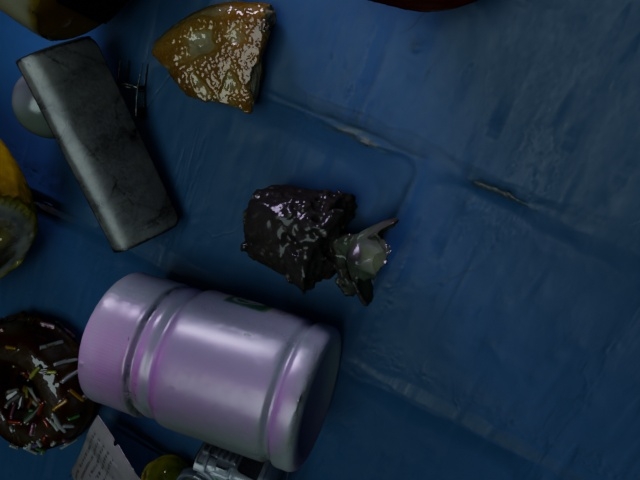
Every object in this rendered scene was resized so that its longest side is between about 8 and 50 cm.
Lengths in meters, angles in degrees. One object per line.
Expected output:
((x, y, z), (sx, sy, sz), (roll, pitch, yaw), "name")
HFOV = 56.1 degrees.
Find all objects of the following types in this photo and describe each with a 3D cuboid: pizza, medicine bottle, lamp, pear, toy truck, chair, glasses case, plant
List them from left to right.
((-0.412, -0.208, 0.914), (0.105, 0.105, 0.105), (5, 106, 17), "lamp")
((-0.320, -0.136, 0.881), (0.060, 0.114, 0.299), (6, 123, 58), "glasses case")
((-0.283, -0.226, 0.900), (0.042, 0.037, 0.086), (7, 103, 4), "chair")
((-0.262, 0.421, 1.050), (0.097, 0.092, 0.092), (24, 119, -34), "pear")
((-0.151, 0.183, 0.875), (0.326, 0.212, 0.212), (13, 109, 14), "medicine bottle")
((-0.129, -0.249, 0.834), (0.182, 0.062, 0.161), (-24, 89, 18), "pizza")
((-0.152, 0.484, 0.998), (0.175, 0.146, 0.367), (12, 111, 7), "toy truck")
((0.000, 0.000, 0.816), (0.203, 0.131, 0.142), (12, 105, 14), "plant")

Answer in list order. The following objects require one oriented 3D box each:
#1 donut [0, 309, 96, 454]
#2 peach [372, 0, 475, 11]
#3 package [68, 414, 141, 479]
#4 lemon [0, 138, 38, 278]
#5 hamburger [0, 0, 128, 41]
((-0.522, 0.260, 1.082), (0.270, 0.103, 0.269), (6, 108, 18), "donut")
((0.121, -0.358, 0.618), (0.275, 0.248, 0.245), (-39, 129, 18), "peach")
((-0.364, 0.455, 1.060), (0.204, 0.062, 0.250), (40, 132, 23), "package")
((-0.641, -0.076, 0.908), (0.364, 0.364, 0.364), (5, 106, 17), "lemon")
((-0.310, -0.393, 0.739), (0.294, 0.276, 0.179), (-41, 97, 10), "hamburger")
